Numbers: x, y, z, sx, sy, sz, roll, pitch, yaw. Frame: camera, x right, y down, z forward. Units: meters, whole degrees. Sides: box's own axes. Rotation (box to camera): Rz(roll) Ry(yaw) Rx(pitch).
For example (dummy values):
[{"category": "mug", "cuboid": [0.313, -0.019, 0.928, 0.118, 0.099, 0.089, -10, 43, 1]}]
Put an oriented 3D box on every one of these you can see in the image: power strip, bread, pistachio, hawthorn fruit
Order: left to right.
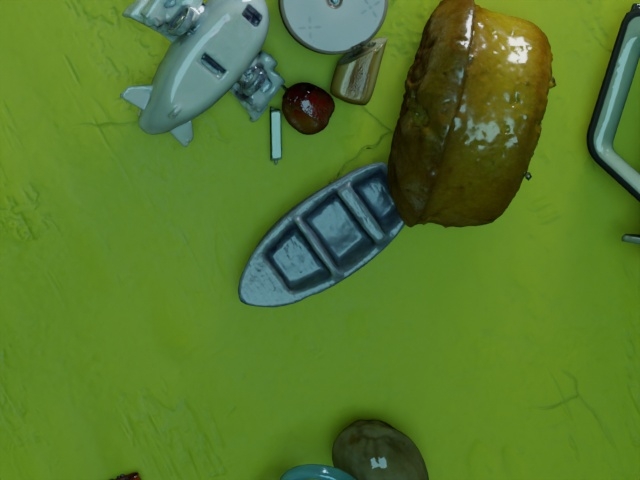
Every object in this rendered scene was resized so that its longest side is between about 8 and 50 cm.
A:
[{"category": "power strip", "cuboid": [-0.064, -0.149, 1.686, 0.017, 0.027, 0.083, -3, 103, -6]}, {"category": "hawthorn fruit", "cuboid": [-0.018, -0.187, 1.660, 0.077, 0.077, 0.077, -1, 101, -5]}, {"category": "power strip", "cuboid": [0.015, -0.334, 1.632, 0.154, 0.078, 0.154, 0, 100, -2]}, {"category": "bread", "cuboid": [0.051, -0.244, 1.667, 0.062, 0.049, 0.103, 13, 99, -16]}, {"category": "pistachio", "cuboid": [0.096, 0.342, 1.759, 0.126, 0.108, 0.185, -37, 111, 15]}, {"category": "bread", "cuboid": [0.210, -0.176, 1.598, 0.194, 0.179, 0.340, 17, 84, -10]}]

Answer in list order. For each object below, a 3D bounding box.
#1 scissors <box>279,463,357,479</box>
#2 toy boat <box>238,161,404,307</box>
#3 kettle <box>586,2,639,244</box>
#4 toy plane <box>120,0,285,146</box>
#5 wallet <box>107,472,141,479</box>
[{"category": "scissors", "cuboid": [0.108, 0.464, 1.793, 0.447, 0.029, 0.192, 32, 133, -19]}, {"category": "toy boat", "cuboid": [0.000, 0.000, 1.696, 0.283, 0.078, 0.127, -36, 103, 2]}, {"category": "kettle", "cuboid": [0.560, -0.136, 1.669, 0.361, 0.250, 0.377, 7, 99, 22]}, {"category": "toy plane", "cuboid": [-0.165, -0.244, 1.618, 0.244, 0.117, 0.245, -7, 112, -19]}, {"category": "wallet", "cuboid": [-0.298, 0.463, 1.773, 0.142, 0.045, 0.204, -23, 102, -1]}]
